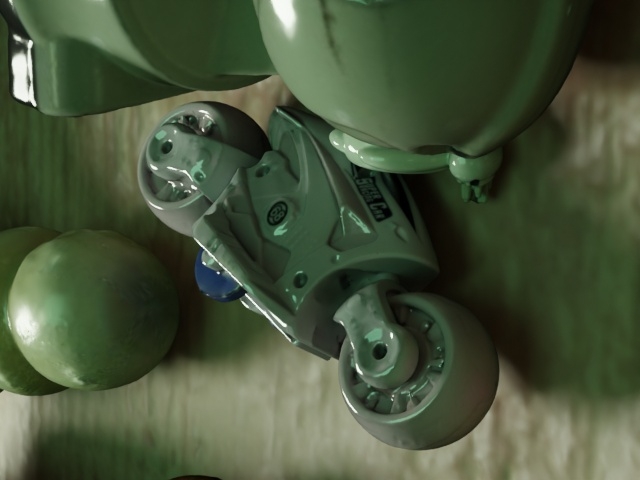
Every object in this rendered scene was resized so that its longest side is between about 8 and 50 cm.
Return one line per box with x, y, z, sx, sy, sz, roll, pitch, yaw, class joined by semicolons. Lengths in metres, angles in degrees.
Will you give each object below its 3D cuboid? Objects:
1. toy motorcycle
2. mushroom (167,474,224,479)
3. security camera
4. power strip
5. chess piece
0.000;0.000;0.774;0.254;0.112;0.112;42;123;39;toy motorcycle
-0.054;0.183;0.849;0.126;0.085;0.109;52;162;17;mushroom
-0.003;-0.141;0.692;0.277;0.197;0.191;19;117;38;security camera
0.046;-0.040;0.745;0.083;0.055;0.035;14;121;28;power strip
-0.185;0.042;0.957;0.243;0.133;0.133;-6;90;42;chess piece
